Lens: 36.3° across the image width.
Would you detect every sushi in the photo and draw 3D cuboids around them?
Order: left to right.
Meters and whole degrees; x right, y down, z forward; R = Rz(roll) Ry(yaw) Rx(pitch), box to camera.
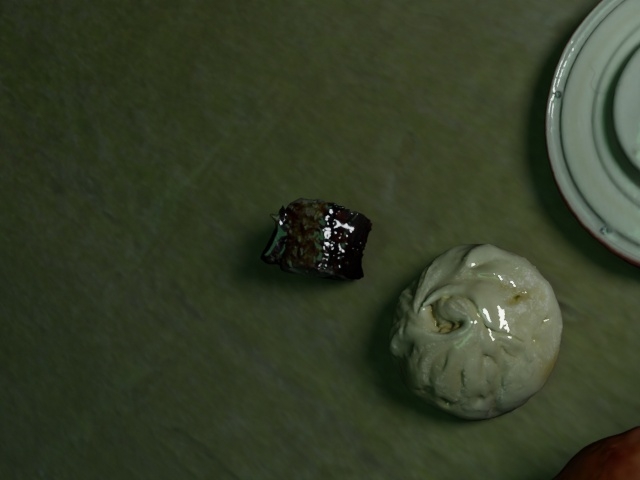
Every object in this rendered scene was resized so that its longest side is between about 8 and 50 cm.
[{"bbox_3d":[0.002,0.000,1.073,0.098,0.094,0.084,10,86,30],"label":"sushi"}]

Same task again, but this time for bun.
[{"bbox_3d":[0.149,0.092,0.975,0.183,0.102,0.183,-3,84,27],"label":"bun"}]

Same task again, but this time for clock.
[{"bbox_3d":[0.362,-0.119,0.901,0.318,0.080,0.318,-5,80,28],"label":"clock"}]

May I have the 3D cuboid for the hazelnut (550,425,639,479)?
[{"bbox_3d":[0.287,0.279,0.795,0.261,0.241,0.261,-1,93,-14],"label":"hazelnut"}]
